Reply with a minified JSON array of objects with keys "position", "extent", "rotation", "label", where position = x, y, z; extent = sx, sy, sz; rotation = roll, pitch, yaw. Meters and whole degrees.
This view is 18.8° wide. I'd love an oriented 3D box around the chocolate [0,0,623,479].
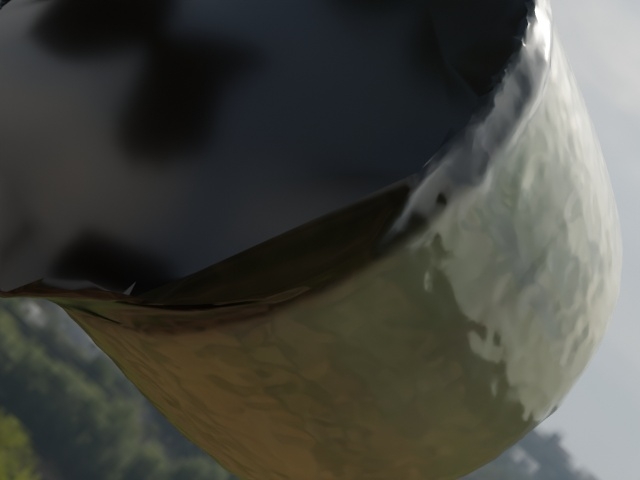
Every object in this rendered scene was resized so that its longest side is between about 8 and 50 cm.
[{"position":[0.000,0.000,1.063],"extent":[0.314,0.326,0.297],"rotation":[-119,-172,-53],"label":"chocolate"}]
